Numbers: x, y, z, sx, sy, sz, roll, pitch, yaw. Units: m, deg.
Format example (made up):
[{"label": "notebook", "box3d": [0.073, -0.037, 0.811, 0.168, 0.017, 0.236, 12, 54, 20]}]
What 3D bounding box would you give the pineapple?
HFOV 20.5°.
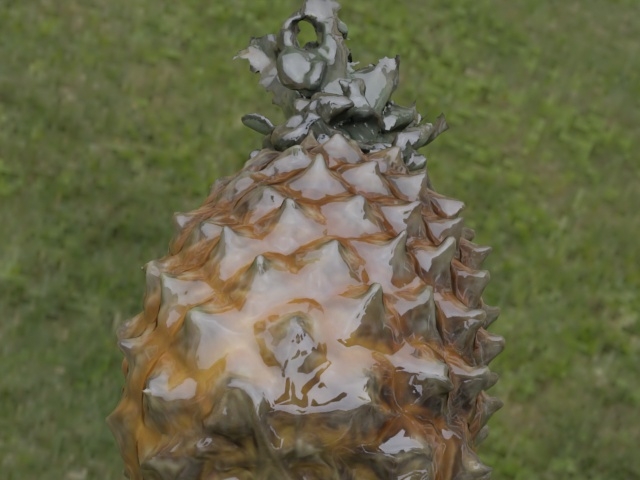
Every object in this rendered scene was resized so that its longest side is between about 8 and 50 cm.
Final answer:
[{"label": "pineapple", "box3d": [0.000, 0.000, 0.817, 0.175, 0.175, 0.361, 12, 39, -7]}]
